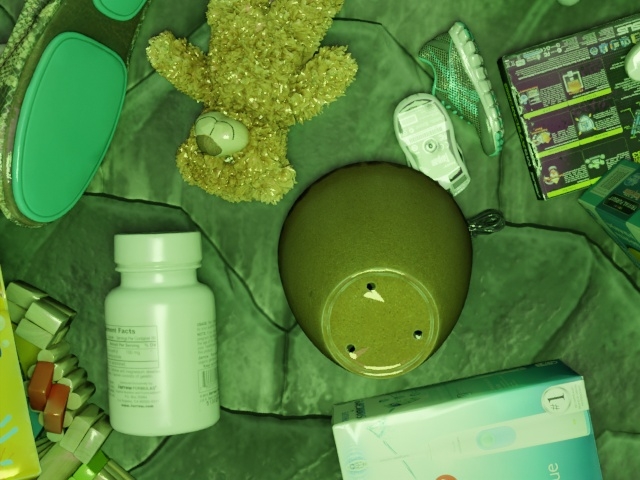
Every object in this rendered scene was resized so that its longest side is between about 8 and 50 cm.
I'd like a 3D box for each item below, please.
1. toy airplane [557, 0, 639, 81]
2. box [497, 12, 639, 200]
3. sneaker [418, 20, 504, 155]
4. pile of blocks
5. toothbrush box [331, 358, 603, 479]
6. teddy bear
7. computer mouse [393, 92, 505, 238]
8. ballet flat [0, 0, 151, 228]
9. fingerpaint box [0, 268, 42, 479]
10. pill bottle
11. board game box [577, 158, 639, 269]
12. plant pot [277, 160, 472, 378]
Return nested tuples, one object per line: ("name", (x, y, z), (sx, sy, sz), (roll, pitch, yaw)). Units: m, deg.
("toy airplane", (0.409, -0.357, 1.136), (0.384, 0.272, 0.386), (36, 92, 8))
("box", (0.330, -0.161, 1.282), (0.190, 0.045, 0.184), (-18, 95, 0))
("sneaker", (0.170, -0.176, 1.281), (0.076, 0.065, 0.166), (-20, 89, 17))
("pile of blocks", (-0.323, 0.226, 1.265), (0.149, 0.112, 0.362), (-23, 92, 1))
("toothbrush box", (0.176, 0.281, 1.261), (0.295, 0.126, 0.216), (-11, 92, 2))
("teddy bear", (-0.077, -0.214, 1.247), (0.245, 0.113, 0.338), (34, 92, 1))
("computer mouse", (0.146, -0.087, 1.288), (0.106, 0.042, 0.193), (-20, 98, 5))
("ballet flat", (-0.291, -0.256, 1.232), (0.182, 0.164, 0.483), (19, 87, 33))
("fingerpaint box", (-0.526, 0.083, 1.123), (0.371, 0.163, 0.445), (-11, 76, -22))
("pill bottle", (-0.188, 0.105, 1.249), (0.131, 0.131, 0.229), (-2, 93, 0))
("board game box", (0.451, 0.068, 1.166), (0.079, 0.254, 0.336), (-43, 99, 5))
("plant pot", (0.063, 0.053, 1.166), (0.237, 0.254, 0.237), (0, 105, 1))
